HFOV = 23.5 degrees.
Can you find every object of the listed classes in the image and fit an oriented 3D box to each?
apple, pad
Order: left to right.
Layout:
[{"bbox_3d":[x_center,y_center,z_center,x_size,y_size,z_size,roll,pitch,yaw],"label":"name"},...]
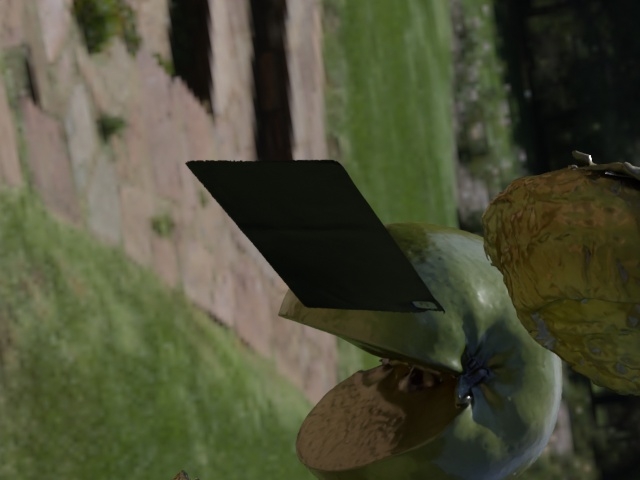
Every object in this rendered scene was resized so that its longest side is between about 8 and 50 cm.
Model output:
[{"bbox_3d":[0.000,0.000,1.033,0.193,0.116,0.004,51,48,-48],"label":"pad"},{"bbox_3d":[0.096,0.123,1.495,0.254,0.292,0.292,3,-76,66],"label":"apple"}]

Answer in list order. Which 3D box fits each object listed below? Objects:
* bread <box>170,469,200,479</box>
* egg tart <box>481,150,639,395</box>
[{"bbox_3d":[-0.135,0.388,1.464,0.246,0.239,0.111,54,-18,-23],"label":"bread"},{"bbox_3d":[0.222,0.038,1.091,0.252,0.232,0.098,50,50,-45],"label":"egg tart"}]
